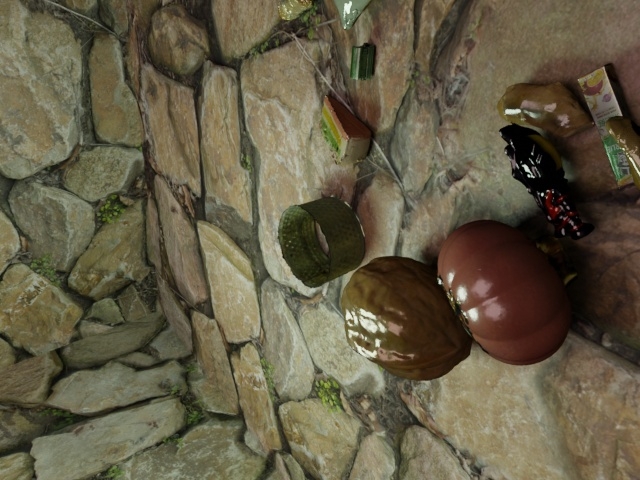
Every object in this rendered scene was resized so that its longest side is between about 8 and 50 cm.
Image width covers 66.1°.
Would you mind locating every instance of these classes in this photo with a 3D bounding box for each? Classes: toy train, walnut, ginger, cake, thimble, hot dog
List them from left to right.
[{"bbox_3d":[-0.063,-0.673,1.371,0.078,0.061,0.169,38,162,-30],"label":"hot dog"},{"bbox_3d":[0.000,0.000,1.539,0.271,0.150,0.270,29,129,44],"label":"thimble"},{"bbox_3d":[0.065,-0.311,1.395,0.109,0.090,0.225,104,152,-42],"label":"cake"},{"bbox_3d":[0.105,-0.454,1.252,0.038,0.056,0.093,35,132,43],"label":"toy train"},{"bbox_3d":[0.218,0.194,1.214,0.344,0.306,0.306,32,131,55],"label":"walnut"},{"bbox_3d":[0.412,-0.245,0.917,0.190,0.069,0.095,28,160,44],"label":"ginger"}]

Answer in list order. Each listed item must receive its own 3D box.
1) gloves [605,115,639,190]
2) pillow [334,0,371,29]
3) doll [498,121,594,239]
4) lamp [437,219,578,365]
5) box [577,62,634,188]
[{"bbox_3d":[0.549,-0.116,0.731,0.154,0.141,0.331,-141,28,-75],"label":"gloves"},{"bbox_3d":[0.086,-0.693,1.105,0.312,0.119,0.310,-32,76,55],"label":"pillow"},{"bbox_3d":[0.421,-0.116,0.930,0.248,0.088,0.127,57,156,2],"label":"doll"},{"bbox_3d":[0.377,0.091,0.980,0.305,0.240,0.305,57,-170,-16],"label":"lamp"},{"bbox_3d":[0.503,-0.194,0.839,0.050,0.041,0.207,-22,87,56],"label":"box"}]
